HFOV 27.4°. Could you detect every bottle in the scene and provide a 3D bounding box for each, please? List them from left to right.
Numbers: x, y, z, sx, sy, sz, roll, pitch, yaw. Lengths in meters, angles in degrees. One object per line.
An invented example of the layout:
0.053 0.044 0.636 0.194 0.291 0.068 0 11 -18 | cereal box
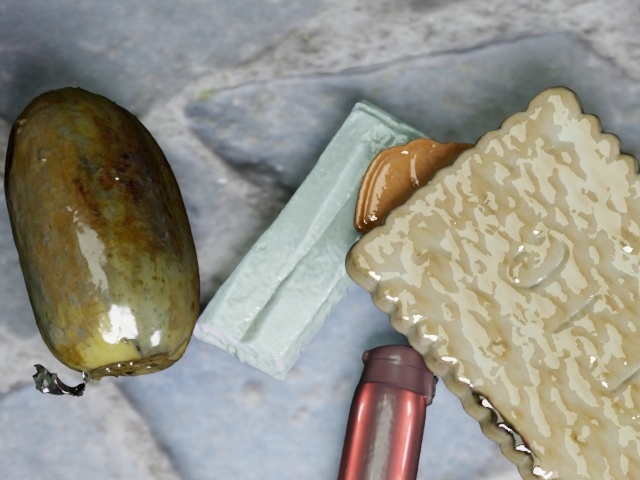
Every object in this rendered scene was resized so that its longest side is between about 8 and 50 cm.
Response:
0.044 0.153 0.916 0.060 0.060 0.164 7 72 11 | bottle

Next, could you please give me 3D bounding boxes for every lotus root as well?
-0.162 -0.008 0.965 0.123 0.124 0.241 -29 67 30 | lotus root

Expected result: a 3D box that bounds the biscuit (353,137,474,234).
0.087 -0.025 0.963 0.130 0.019 0.102 -2 86 -12 | biscuit

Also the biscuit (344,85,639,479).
0.192 0.068 0.910 0.217 0.044 0.325 -40 80 -9 | biscuit

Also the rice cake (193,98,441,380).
0.000 0.000 0.985 0.085 0.040 0.226 33 78 17 | rice cake
